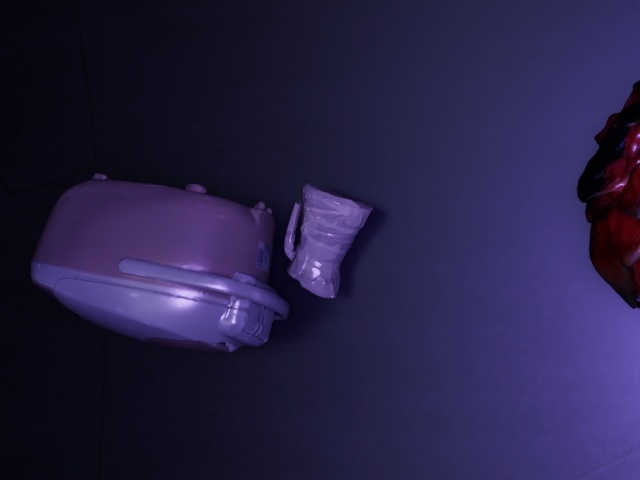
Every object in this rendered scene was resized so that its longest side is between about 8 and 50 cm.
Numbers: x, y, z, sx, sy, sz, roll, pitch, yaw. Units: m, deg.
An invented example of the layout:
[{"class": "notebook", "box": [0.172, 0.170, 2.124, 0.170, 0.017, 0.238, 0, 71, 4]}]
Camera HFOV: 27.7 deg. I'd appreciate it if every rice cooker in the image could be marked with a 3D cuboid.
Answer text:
[{"class": "rice cooker", "box": [-0.125, 0.020, 1.024, 0.206, 0.145, 0.127, 5, 79, 16]}]

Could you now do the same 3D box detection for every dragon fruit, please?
[{"class": "dragon fruit", "box": [0.265, -0.021, 0.880, 0.182, 0.182, 0.189, -31, 60, 15]}]

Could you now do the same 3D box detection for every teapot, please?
[{"class": "teapot", "box": [0.000, 0.000, 1.030, 0.067, 0.057, 0.083, 22, 100, 35]}]
